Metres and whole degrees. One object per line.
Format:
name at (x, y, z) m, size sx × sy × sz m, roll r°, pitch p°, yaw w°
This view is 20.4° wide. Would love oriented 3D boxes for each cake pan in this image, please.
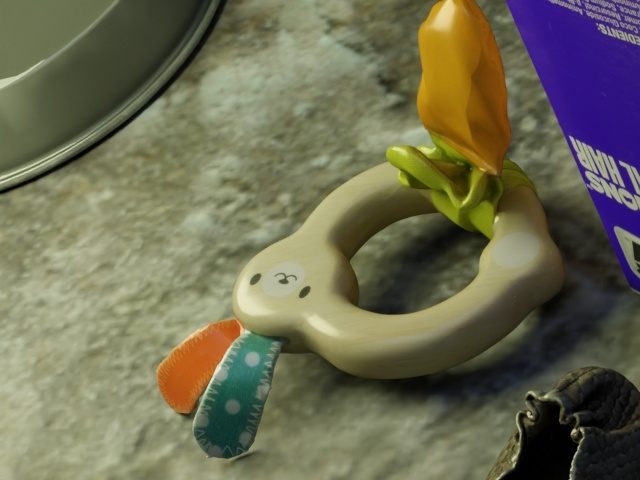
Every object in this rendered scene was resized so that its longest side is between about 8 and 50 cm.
cake pan at (-0.200, -0.145, 1.110) m, size 0.293 × 0.054 × 0.293 m, roll -17°, pitch 43°, yaw 16°

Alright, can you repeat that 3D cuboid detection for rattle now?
rattle at (0.000, 0.000, 0.790) m, size 0.199 × 0.143 × 0.130 m, roll -18°, pitch 60°, yaw 4°

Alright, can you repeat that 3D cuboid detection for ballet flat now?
ballet flat at (0.060, 0.147, 0.662) m, size 0.084 × 0.058 × 0.250 m, roll 10°, pitch 55°, yaw 38°

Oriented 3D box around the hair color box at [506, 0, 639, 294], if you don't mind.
hair color box at (0.162, -0.130, 0.665) m, size 0.185 × 0.339 × 0.110 m, roll -44°, pitch 41°, yaw -16°
